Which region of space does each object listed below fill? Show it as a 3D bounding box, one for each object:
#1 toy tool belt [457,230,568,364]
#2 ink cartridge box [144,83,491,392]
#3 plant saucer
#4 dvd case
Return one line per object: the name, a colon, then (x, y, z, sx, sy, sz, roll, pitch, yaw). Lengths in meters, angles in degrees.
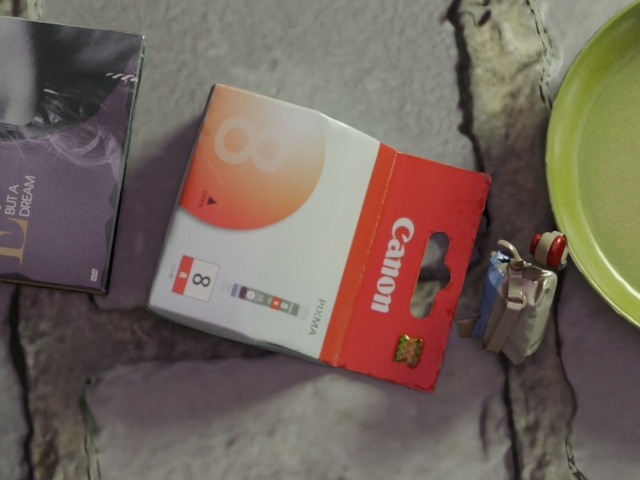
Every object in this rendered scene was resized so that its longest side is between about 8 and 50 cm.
toy tool belt: (0.110, 0.028, 1.053, 0.051, 0.052, 0.083, 21, 115, 22)
ink cartridge box: (0.000, 0.000, 1.067, 0.179, 0.045, 0.145, 15, 80, 5)
plant saucer: (0.254, -0.042, 1.081, 0.241, 0.037, 0.241, 0, 80, -1)
dvd case: (-0.228, -0.061, 1.088, 0.221, 0.018, 0.164, 7, 79, 1)
